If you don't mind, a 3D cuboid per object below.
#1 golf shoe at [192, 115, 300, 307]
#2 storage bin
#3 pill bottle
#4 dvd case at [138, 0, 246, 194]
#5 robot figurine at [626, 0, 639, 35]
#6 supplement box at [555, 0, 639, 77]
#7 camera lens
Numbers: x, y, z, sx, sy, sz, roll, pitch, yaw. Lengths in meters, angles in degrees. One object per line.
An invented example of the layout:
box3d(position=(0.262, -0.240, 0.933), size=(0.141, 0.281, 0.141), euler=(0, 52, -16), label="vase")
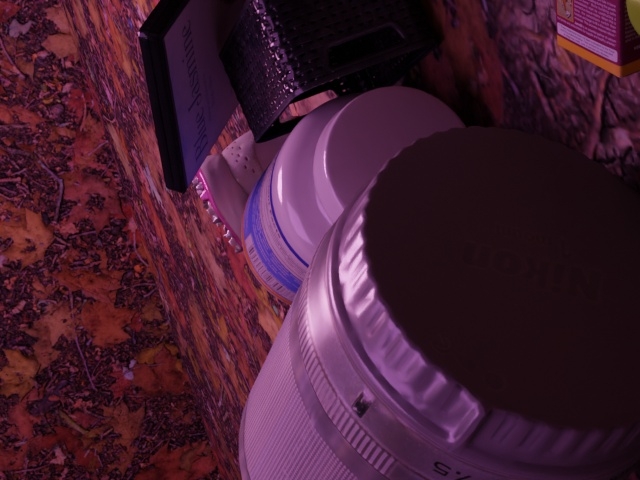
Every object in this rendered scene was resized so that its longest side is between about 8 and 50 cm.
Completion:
box3d(position=(0.000, 0.000, 1.096), size=(0.306, 0.140, 0.115), euler=(51, 180, -42), label="golf shoe")
box3d(position=(0.001, -0.150, 0.849), size=(0.084, 0.122, 0.180), euler=(67, 164, 1), label="storage bin")
box3d(position=(0.028, -0.030, 0.867), size=(0.152, 0.152, 0.272), euler=(66, 164, 5), label="pill bottle")
box3d(position=(-0.082, -0.189, 0.933), size=(0.022, 0.253, 0.180), euler=(17, 144, 13), label="dvd case")
box3d(position=(0.174, -0.100, 0.444), size=(0.101, 0.067, 0.115), euler=(45, -178, -41), label="robot figurine")
box3d(position=(0.148, -0.132, 0.533), size=(0.055, 0.043, 0.083), euler=(49, 156, 50), label="supplement box")
box3d(position=(0.078, 0.092, 0.670), size=(0.219, 0.219, 0.274), euler=(60, 148, 26), label="camera lens")
